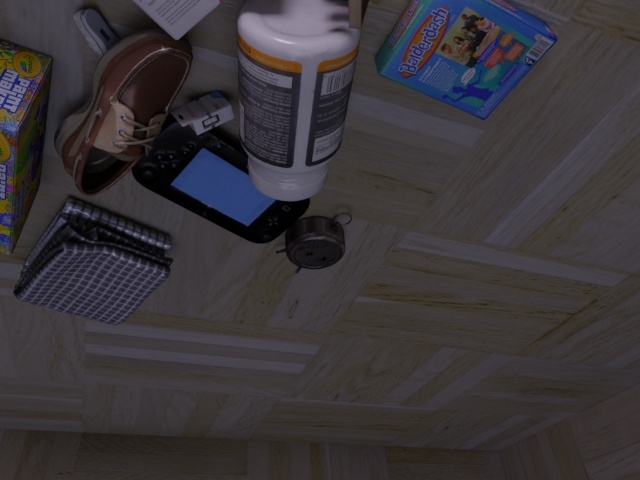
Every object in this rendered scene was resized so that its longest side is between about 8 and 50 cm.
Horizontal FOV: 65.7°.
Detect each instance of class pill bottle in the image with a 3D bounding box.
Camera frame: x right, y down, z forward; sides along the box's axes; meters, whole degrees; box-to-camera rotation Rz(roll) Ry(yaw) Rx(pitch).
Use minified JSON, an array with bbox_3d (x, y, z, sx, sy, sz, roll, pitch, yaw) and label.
[{"bbox_3d":[-0.040,-0.199,0.726,0.162,0.162,0.278,1,141,-8],"label":"pill bottle"}]

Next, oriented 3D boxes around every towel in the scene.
[{"bbox_3d":[-0.476,0.066,1.046,0.235,0.121,0.284,27,132,-34],"label":"towel"}]

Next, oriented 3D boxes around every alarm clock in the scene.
[{"bbox_3d":[0.000,0.000,1.064,0.129,0.064,0.192,22,131,-30],"label":"alarm clock"}]

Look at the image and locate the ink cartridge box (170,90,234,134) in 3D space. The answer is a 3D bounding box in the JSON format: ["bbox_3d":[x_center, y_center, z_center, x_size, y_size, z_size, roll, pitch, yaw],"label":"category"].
[{"bbox_3d":[-0.185,-0.197,0.776,0.083,0.048,0.028,-30,146,-18],"label":"ink cartridge box"}]

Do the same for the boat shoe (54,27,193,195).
[{"bbox_3d":[-0.286,-0.175,0.742,0.123,0.116,0.324,-2,155,-48],"label":"boat shoe"}]

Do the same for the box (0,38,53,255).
[{"bbox_3d":[-0.572,-0.152,0.717,0.279,0.176,0.290,15,137,-23],"label":"box"}]

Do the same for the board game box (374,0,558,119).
[{"bbox_3d":[0.212,-0.284,0.737,0.210,0.047,0.160,15,138,-24],"label":"board game box"}]

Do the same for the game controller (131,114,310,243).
[{"bbox_3d":[-0.172,-0.101,0.912,0.167,0.067,0.319,-34,134,31],"label":"game controller"}]

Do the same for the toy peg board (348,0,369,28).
[{"bbox_3d":[0.020,-0.353,0.553,0.079,0.160,0.161,8,142,10],"label":"toy peg board"}]

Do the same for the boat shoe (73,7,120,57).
[{"bbox_3d":[-0.311,-0.281,0.703,0.035,0.035,0.100,12,154,25],"label":"boat shoe"}]

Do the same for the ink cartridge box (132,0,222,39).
[{"bbox_3d":[-0.188,-0.374,0.539,0.172,0.100,0.237,-27,137,26],"label":"ink cartridge box"}]
